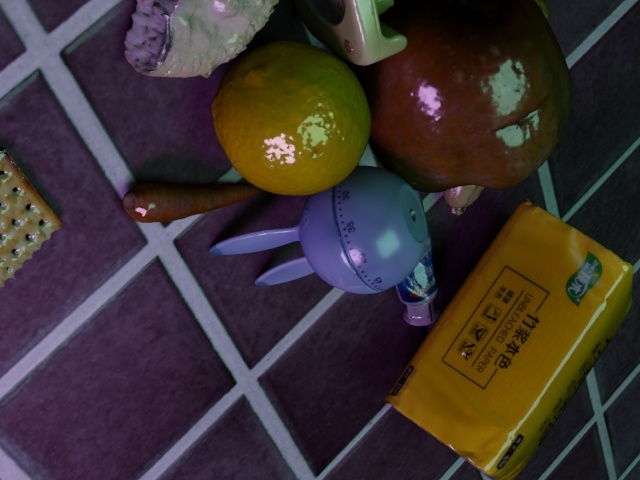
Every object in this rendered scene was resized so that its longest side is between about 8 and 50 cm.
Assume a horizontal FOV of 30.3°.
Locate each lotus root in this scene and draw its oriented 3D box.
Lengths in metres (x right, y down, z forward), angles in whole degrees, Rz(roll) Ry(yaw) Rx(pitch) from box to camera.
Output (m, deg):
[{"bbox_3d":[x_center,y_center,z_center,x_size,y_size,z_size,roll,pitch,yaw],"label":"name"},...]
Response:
[{"bbox_3d":[0.218,-0.108,1.739,0.073,0.062,0.150,0,114,-55],"label":"lotus root"}]

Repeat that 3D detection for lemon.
[{"bbox_3d":[-0.030,-0.137,1.365,0.178,0.178,0.203,-53,141,-7],"label":"lemon"}]

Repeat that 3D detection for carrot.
[{"bbox_3d":[-0.147,-0.050,1.408,0.216,0.048,0.048,-8,120,-49],"label":"carrot"}]

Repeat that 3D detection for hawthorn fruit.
[{"bbox_3d":[0.160,-0.210,1.458,0.268,0.268,0.301,-43,131,-18],"label":"hawthorn fruit"}]

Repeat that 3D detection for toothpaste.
[{"bbox_3d":[0.128,0.010,1.737,0.096,0.061,0.266,-35,130,-25],"label":"toothpaste"}]

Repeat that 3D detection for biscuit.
[{"bbox_3d":[-0.102,-0.309,1.250,0.179,0.084,0.281,-8,119,-44],"label":"biscuit"},{"bbox_3d":[-0.369,0.011,1.227,0.203,0.016,0.144,-47,140,-15],"label":"biscuit"}]

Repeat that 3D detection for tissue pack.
[{"bbox_3d":[0.303,0.167,1.843,0.382,0.228,0.293,-56,160,-5],"label":"tissue pack"}]

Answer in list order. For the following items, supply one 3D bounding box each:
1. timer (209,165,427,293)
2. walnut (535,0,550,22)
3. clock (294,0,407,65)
[{"bbox_3d":[0.013,-0.018,1.477,0.175,0.255,0.175,-12,105,-53],"label":"timer"},{"bbox_3d":[0.266,-0.309,1.636,0.124,0.105,0.105,7,110,-65],"label":"walnut"},{"bbox_3d":[0.022,-0.319,1.305,0.069,0.170,0.232,-24,128,-18],"label":"clock"}]
